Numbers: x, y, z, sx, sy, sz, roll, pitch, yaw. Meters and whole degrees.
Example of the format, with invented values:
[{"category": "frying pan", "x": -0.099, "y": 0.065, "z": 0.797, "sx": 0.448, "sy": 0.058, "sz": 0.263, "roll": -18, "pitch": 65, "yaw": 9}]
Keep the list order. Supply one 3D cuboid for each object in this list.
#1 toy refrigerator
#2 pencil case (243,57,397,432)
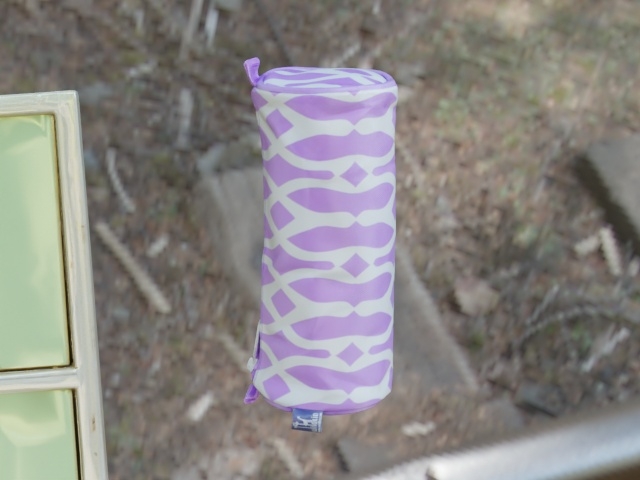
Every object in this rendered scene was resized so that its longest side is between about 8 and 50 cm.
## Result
[{"category": "toy refrigerator", "x": -0.184, "y": 0.048, "z": 1.122, "sx": 0.102, "sy": 0.094, "sz": 0.269, "roll": -4, "pitch": 95, "yaw": -6}, {"category": "pencil case", "x": 0.000, "y": 0.000, "z": 1.088, "sx": 0.088, "sy": 0.206, "sz": 0.086, "roll": 5, "pitch": 12, "yaw": 16}]
